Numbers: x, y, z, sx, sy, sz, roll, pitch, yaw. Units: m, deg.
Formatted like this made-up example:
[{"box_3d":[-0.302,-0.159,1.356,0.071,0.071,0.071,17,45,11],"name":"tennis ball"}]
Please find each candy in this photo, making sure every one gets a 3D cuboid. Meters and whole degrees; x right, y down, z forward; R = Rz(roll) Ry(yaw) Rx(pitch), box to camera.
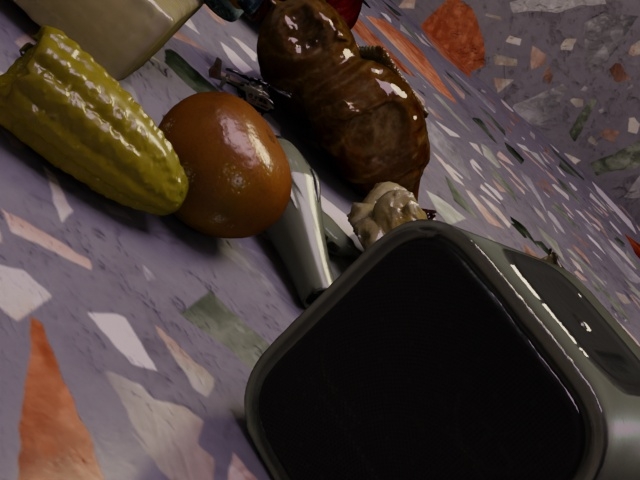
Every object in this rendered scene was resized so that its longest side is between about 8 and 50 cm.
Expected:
[{"box_3d":[-0.198,-0.096,0.973,0.199,0.094,0.106,40,30,-20],"name":"candy"}]

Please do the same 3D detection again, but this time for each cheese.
[{"box_3d":[-0.279,-0.315,1.231,0.265,0.124,0.242,41,20,-10],"name":"cheese"}]

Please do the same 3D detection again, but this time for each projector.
[{"box_3d":[0.127,0.148,0.891,0.249,0.248,0.248,15,34,-56],"name":"projector"}]

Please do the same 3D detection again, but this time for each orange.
[{"box_3d":[-0.102,-0.073,1.089,0.156,0.124,0.156,57,11,-18],"name":"orange"}]

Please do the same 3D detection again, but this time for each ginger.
[{"box_3d":[0.036,-0.190,1.606,0.357,0.152,0.274,50,-11,4],"name":"ginger"}]

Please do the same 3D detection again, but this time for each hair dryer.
[{"box_3d":[-0.004,0.011,1.229,0.225,0.088,0.219,51,19,-34],"name":"hair dryer"}]

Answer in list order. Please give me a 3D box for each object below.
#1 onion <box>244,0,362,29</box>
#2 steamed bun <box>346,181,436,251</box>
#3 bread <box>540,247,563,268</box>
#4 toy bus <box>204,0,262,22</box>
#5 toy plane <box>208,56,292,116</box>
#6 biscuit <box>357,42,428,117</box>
[{"box_3d":[-0.063,-0.455,1.929,0.273,0.285,0.273,43,-21,21],"name":"onion"},{"box_3d":[0.121,0.005,1.378,0.177,0.106,0.192,52,8,-18],"name":"steamed bun"},{"box_3d":[0.262,0.130,1.404,0.252,0.133,0.174,74,11,-68],"name":"bread"},{"box_3d":[-0.171,-0.411,1.401,0.194,0.162,0.323,45,-13,-35],"name":"toy bus"},{"box_3d":[-0.102,-0.209,1.502,0.120,0.049,0.031,25,20,-5],"name":"toy plane"},{"box_3d":[0.088,-0.244,1.666,0.144,0.016,0.203,53,-11,-19],"name":"biscuit"}]
